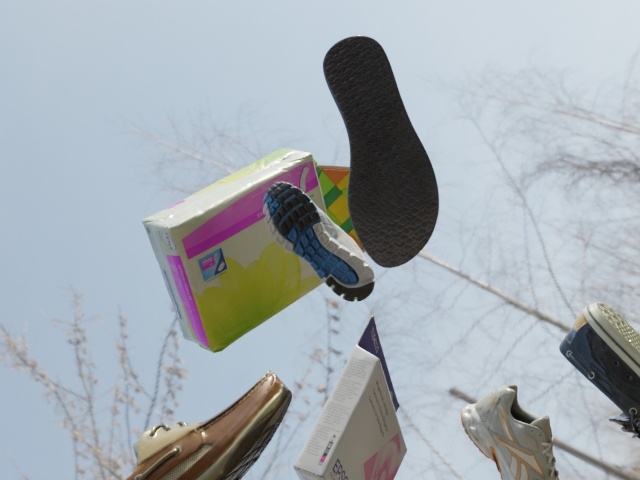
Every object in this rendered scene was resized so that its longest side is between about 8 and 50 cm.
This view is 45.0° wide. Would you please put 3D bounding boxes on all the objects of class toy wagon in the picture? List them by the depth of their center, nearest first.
[{"bbox_3d":[-0.017,-0.006,1.732,0.344,0.068,0.267,-45,-79,-12],"label":"toy wagon"}]

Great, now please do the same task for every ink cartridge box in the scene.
[{"bbox_3d":[0.085,0.365,1.432,0.330,0.072,0.324,-58,-34,-32],"label":"ink cartridge box"}]

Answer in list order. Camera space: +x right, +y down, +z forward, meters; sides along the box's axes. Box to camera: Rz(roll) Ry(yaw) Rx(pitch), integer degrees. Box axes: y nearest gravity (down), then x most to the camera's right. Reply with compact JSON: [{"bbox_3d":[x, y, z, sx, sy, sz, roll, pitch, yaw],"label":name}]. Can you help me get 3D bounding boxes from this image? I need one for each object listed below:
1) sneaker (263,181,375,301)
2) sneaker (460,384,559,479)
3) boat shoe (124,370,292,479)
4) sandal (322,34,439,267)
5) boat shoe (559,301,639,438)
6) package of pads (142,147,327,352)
[{"bbox_3d":[0.000,0.000,1.015,0.071,0.190,0.083,-42,-3,15],"label":"sneaker"},{"bbox_3d":[0.349,0.355,1.265,0.121,0.262,0.099,-45,-22,18],"label":"sneaker"},{"bbox_3d":[-0.172,0.270,0.913,0.324,0.120,0.122,-44,-17,-22],"label":"boat shoe"},{"bbox_3d":[0.069,-0.096,0.834,0.054,0.097,0.254,37,-138,-77],"label":"sandal"},{"bbox_3d":[0.710,0.361,1.656,0.156,0.500,0.187,-49,-27,23],"label":"boat shoe"},{"bbox_3d":[-0.109,0.014,1.217,0.297,0.101,0.229,-33,-59,-35],"label":"package of pads"}]
